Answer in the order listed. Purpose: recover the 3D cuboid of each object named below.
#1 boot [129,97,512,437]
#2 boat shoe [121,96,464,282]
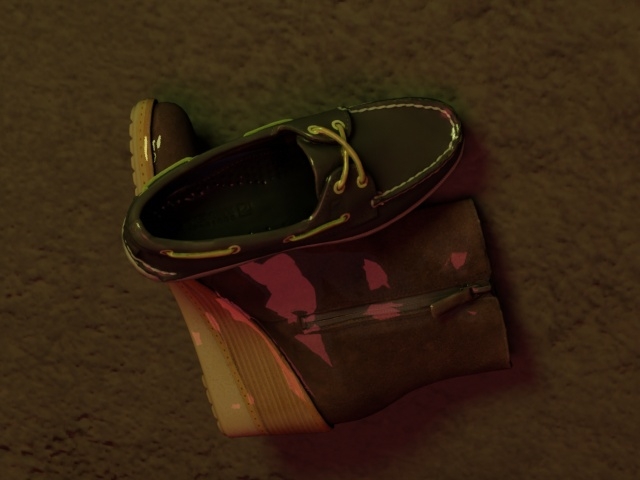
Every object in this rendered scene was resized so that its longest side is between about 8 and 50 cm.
[{"bbox_3d":[0.000,0.000,1.070,0.207,0.090,0.248,-18,102,6],"label":"boot"},{"bbox_3d":[-0.011,-0.035,0.994,0.227,0.069,0.081,-22,82,-10],"label":"boat shoe"}]
